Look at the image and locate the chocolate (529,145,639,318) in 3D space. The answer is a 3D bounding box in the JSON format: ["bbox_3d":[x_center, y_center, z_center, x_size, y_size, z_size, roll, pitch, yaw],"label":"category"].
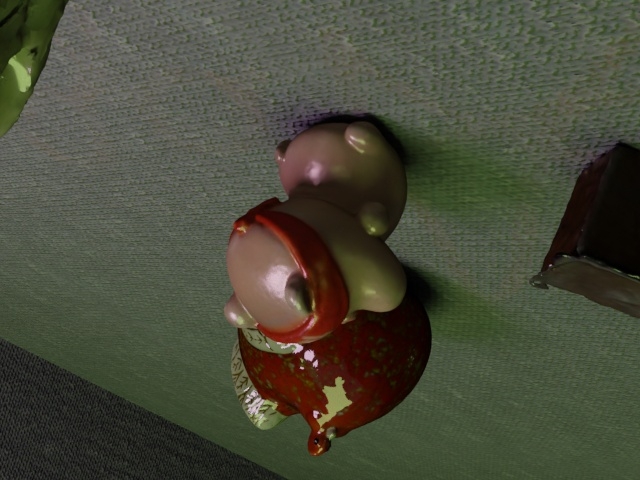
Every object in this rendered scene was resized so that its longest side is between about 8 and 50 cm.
[{"bbox_3d":[0.339,0.027,1.052,0.321,0.112,0.112,20,163,-7],"label":"chocolate"}]

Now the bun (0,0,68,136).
[{"bbox_3d":[-0.256,-0.190,0.597,0.235,0.362,0.326,3,-162,27],"label":"bun"}]

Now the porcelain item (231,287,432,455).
[{"bbox_3d":[0.007,0.142,1.502,0.253,0.253,0.253,17,161,6],"label":"porcelain item"}]

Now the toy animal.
[{"bbox_3d":[0.000,0.000,1.156,0.171,0.197,0.171,21,162,7],"label":"toy animal"}]
